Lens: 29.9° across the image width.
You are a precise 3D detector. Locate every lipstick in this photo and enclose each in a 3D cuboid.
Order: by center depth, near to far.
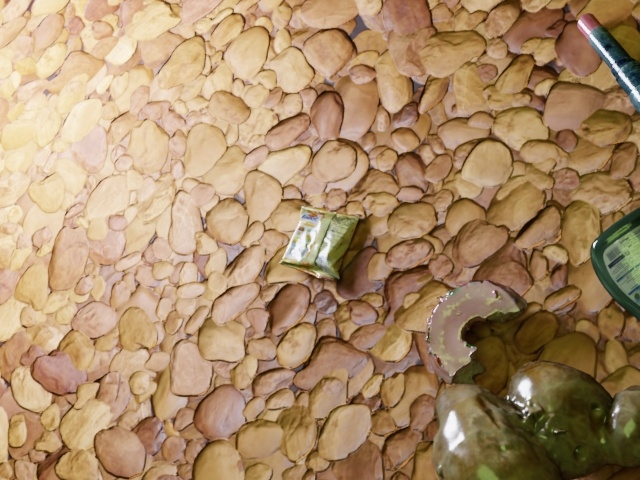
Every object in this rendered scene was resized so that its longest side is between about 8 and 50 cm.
[{"bbox_3d":[0.446,-0.249,1.753,0.053,0.053,0.234,-36,59,9],"label":"lipstick"}]

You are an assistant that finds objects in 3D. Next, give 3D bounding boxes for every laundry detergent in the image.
[{"bbox_3d":[0.473,0.061,1.609,0.144,0.078,0.221,-36,60,4],"label":"laundry detergent"}]

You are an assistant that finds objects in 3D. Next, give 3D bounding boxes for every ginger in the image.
[{"bbox_3d":[0.288,0.255,1.548,0.304,0.155,0.244,-28,42,-15],"label":"ginger"}]

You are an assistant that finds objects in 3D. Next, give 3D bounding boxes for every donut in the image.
[{"bbox_3d":[0.210,0.122,1.715,0.166,0.065,0.117,-46,61,2],"label":"donut"}]

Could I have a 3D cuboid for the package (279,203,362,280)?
[{"bbox_3d":[-0.001,0.002,1.879,0.108,0.031,0.120,13,72,28],"label":"package"}]
